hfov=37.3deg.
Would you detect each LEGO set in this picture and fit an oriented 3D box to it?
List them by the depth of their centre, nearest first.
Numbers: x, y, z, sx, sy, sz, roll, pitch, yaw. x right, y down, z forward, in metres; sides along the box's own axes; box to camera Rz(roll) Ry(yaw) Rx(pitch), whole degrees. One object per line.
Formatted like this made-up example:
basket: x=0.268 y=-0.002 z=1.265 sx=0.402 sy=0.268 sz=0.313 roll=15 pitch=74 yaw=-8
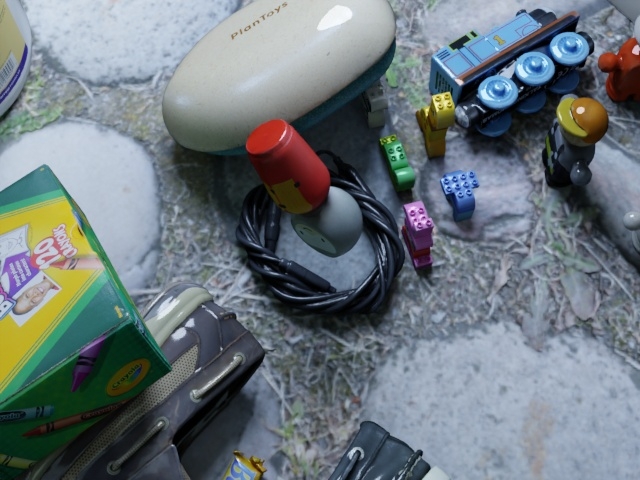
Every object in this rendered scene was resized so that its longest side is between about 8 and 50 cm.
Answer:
LEGO set: x=0.109 y=-0.098 z=0.994 sx=0.087 sy=0.093 sz=0.227 roll=-15 pitch=70 yaw=-7

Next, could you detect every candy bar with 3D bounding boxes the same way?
candy bar: x=-0.102 y=0.273 z=0.890 sx=0.040 sy=0.018 sz=0.162 roll=26 pitch=72 yaw=8

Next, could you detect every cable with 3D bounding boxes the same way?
cable: x=0.000 y=0.000 z=0.979 sx=0.150 sy=0.047 sz=0.185 roll=-29 pitch=73 yaw=-11

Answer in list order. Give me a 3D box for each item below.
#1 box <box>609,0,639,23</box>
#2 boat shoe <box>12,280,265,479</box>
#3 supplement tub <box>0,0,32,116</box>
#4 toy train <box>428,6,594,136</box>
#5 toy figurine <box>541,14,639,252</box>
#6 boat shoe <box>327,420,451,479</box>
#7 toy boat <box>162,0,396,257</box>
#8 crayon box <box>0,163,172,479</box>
box: x=0.430 y=-0.367 z=1.085 sx=0.232 sy=0.127 sz=0.149 roll=-38 pitch=75 yaw=-14
boat shoe: x=-0.173 y=0.203 z=0.855 sx=0.130 sy=0.132 sz=0.355 roll=30 pitch=73 yaw=10
supplement tub: x=-0.435 y=-0.258 z=0.915 sx=0.240 sy=0.331 sz=0.241 roll=0 pitch=69 yaw=-1
toy train: x=0.211 y=-0.193 z=1.042 sx=0.184 sy=0.080 sz=0.105 roll=-32 pitch=67 yaw=-12
toy figurine: x=0.353 y=-0.110 z=0.975 sx=0.213 sy=0.148 sz=0.209 roll=43 pitch=74 yaw=13
boat shoe: x=-0.039 y=0.287 z=0.829 sx=0.340 sy=0.127 sz=0.113 roll=-40 pitch=74 yaw=-16
toy boat: x=-0.030 y=-0.125 z=0.948 sx=0.267 sy=0.148 sz=0.318 roll=-26 pitch=40 yaw=14
crayon box: x=-0.265 y=0.061 z=0.859 sx=0.165 sy=0.081 sz=0.278 roll=-34 pitch=43 yaw=-8
